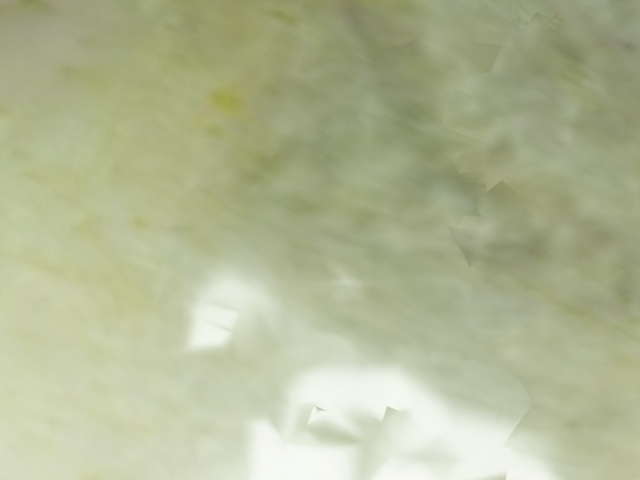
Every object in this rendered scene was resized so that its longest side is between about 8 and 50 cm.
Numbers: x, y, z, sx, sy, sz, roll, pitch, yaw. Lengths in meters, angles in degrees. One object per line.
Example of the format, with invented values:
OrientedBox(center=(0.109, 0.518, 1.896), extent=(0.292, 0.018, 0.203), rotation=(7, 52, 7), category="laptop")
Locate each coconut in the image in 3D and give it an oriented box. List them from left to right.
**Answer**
OrientedBox(center=(0.000, 0.000, 0.567), extent=(0.344, 0.415, 0.415), rotation=(-40, 160, -24), category="coconut")
